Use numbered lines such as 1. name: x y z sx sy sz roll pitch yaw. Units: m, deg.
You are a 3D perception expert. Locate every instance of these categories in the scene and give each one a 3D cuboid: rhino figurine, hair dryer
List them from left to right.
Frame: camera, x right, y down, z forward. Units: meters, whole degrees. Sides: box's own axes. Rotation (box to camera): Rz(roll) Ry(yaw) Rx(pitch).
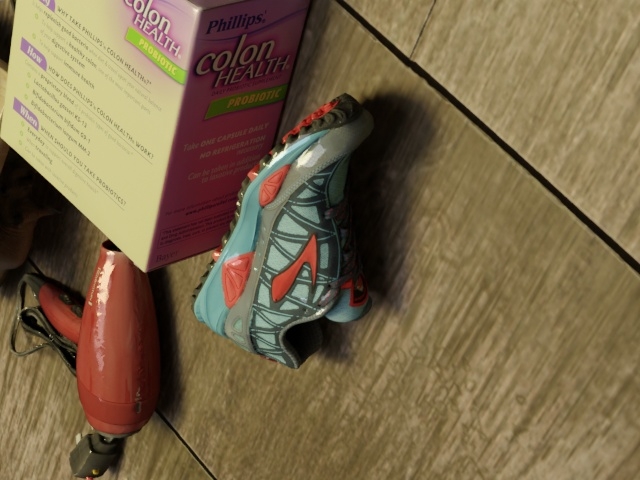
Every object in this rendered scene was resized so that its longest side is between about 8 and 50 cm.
1. rhino figurine: -0.332 -0.015 1.432 0.243 0.073 0.106 -39 72 46
2. hair dryer: -0.236 0.095 1.366 0.224 0.080 0.293 58 137 14

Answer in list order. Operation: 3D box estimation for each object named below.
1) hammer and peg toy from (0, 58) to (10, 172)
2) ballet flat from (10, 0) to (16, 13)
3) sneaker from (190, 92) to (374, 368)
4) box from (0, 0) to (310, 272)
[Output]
1. hammer and peg toy: -0.426 -0.114 1.381 0.361 0.127 0.266 34 108 37
2. ballet flat: -0.275 -0.290 1.263 0.074 0.074 0.203 -9 98 48
3. sneaker: 0.000 0.000 1.083 0.125 0.104 0.262 37 136 9
4. box: -0.142 -0.141 1.144 0.213 0.117 0.243 40 131 30
